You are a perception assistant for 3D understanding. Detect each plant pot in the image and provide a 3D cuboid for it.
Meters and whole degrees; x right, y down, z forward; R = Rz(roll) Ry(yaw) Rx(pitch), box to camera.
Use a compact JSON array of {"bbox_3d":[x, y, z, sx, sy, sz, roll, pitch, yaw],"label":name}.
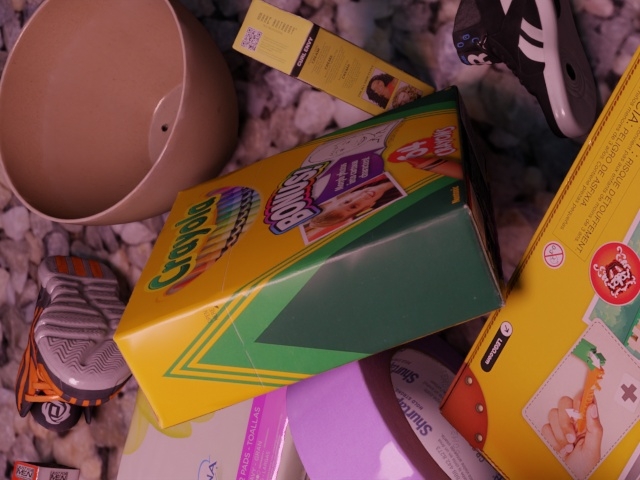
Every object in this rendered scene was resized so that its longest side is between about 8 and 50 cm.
[{"bbox_3d":[-0.203,-0.144,1.624,0.284,0.191,0.284,-7,77,34],"label":"plant pot"}]

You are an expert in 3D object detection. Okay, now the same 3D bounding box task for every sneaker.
[{"bbox_3d":[-0.276,0.152,1.616,0.321,0.124,0.180,-117,39,-68],"label":"sneaker"},{"bbox_3d":[0.198,-0.180,1.428,0.121,0.079,0.217,-25,59,32],"label":"sneaker"}]

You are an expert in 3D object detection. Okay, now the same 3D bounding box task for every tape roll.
[{"bbox_3d":[0.096,0.195,1.291,0.090,0.275,0.275,-41,60,20],"label":"tape roll"}]

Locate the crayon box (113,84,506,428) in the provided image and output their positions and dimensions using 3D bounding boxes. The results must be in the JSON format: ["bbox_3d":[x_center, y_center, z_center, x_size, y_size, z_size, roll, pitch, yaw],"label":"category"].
[{"bbox_3d":[0.000,0.000,1.316,0.313,0.363,0.106,-20,109,11],"label":"crayon box"}]

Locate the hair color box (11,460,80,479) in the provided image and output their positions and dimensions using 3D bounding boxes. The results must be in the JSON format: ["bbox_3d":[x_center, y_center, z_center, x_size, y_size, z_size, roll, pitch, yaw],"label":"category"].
[{"bbox_3d":[-0.336,0.336,1.690,0.043,0.072,0.141,7,83,36],"label":"hair color box"}]

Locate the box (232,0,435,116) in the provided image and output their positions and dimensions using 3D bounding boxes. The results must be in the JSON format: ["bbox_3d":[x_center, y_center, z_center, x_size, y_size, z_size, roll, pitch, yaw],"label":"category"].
[{"bbox_3d":[0.018,-0.175,1.450,0.087,0.232,0.058,29,97,35],"label":"box"}]

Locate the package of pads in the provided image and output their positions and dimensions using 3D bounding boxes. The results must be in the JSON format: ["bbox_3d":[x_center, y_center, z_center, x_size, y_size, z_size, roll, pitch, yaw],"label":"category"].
[{"bbox_3d":[-0.093,0.173,1.535,0.229,0.101,0.297,10,85,36],"label":"package of pads"}]

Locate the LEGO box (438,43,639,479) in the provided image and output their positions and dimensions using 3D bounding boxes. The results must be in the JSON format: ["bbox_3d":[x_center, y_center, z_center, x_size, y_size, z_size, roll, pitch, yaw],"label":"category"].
[{"bbox_3d":[0.364,0.057,1.097,0.372,0.193,0.500,46,125,32],"label":"LEGO box"}]
